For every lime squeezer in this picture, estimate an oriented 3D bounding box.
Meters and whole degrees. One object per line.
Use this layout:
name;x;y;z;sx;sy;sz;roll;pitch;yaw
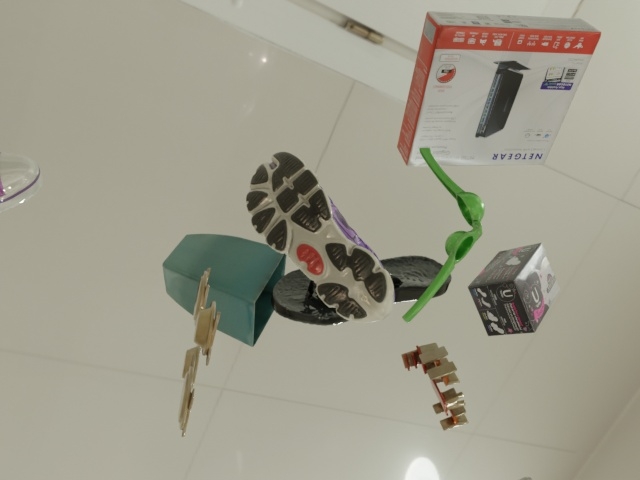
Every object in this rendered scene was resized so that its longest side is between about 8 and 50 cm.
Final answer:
lime squeezer;0.197;-0.019;0.810;0.059;0.110;0.310;89;11;-65

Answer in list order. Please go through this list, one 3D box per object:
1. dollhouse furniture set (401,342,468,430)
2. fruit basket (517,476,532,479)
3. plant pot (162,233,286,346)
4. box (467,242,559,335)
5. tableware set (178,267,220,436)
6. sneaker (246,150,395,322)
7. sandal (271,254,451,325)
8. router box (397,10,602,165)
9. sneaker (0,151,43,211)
dollhouse furniture set;0.384;0.480;1.791;0.259;0.135;0.262;-108;179;-60
fruit basket;0.326;0.677;0.977;0.327;0.165;0.353;-47;-154;28
plant pot;-0.218;0.089;1.156;0.165;0.234;0.165;100;13;-45
box;0.550;0.136;1.463;0.142;0.247;0.163;-17;-78;45
tableware set;-0.133;0.115;0.570;0.168;0.020;0.141;-133;-125;-71
sneaker;0.000;0.000;0.444;0.068;0.071;0.170;-39;-105;11
sandal;0.094;0.069;1.113;0.167;0.446;0.107;42;-49;45
router box;0.355;-0.303;1.085;0.082;0.335;0.301;-105;-164;-48
sneaker;-0.516;-0.108;0.663;0.102;0.282;0.161;63;-33;32
